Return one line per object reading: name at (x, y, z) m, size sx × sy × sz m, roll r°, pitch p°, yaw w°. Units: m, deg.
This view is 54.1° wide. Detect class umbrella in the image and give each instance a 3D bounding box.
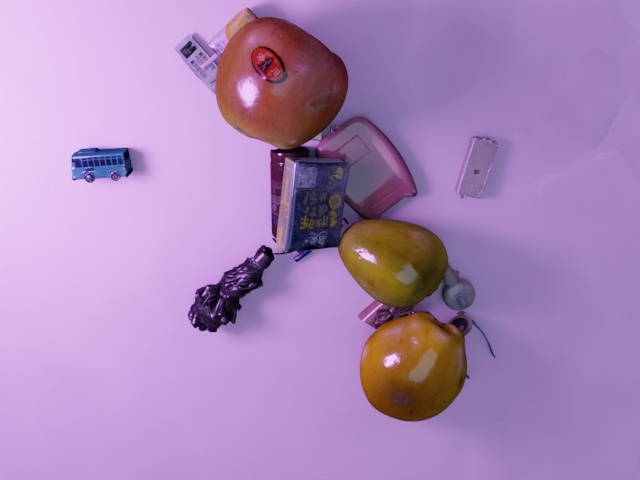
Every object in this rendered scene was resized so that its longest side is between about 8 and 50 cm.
umbrella at (-0.260, 0.162, 1.927) m, size 0.336 × 0.128 × 0.154 m, roll -33°, pitch 108°, yaw 11°

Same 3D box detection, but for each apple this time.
apple at (-0.112, -0.390, 1.601) m, size 0.338 × 0.338 × 0.305 m, roll 32°, pitch 100°, yaw -13°

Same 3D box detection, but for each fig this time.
fig at (0.205, 0.056, 1.852) m, size 0.326 × 0.258 × 0.258 m, roll 26°, pitch 109°, yaw 8°

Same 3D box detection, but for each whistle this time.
whistle at (0.418, 0.135, 1.978) m, size 0.104 × 0.057 × 0.198 m, roll -27°, pitch 110°, yaw 8°

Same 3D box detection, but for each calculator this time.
calculator at (0.131, -0.206, 1.842) m, size 0.220 × 0.048 × 0.330 m, roll -36°, pitch 109°, yaw 12°

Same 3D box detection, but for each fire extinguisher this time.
fire extinguisher at (-0.096, -0.105, 1.848) m, size 0.135 × 0.114 × 0.338 m, roll 16°, pitch 115°, yaw 38°

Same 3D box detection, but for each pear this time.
pear at (0.284, 0.427, 1.955) m, size 0.340 × 0.191 × 0.387 m, roll 24°, pitch 123°, yaw 3°

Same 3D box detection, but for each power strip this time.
power strip at (0.464, -0.215, 1.861) m, size 0.081 × 0.035 × 0.192 m, roll 11°, pitch 110°, yaw -6°

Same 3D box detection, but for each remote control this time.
remote control at (-0.326, -0.486, 1.737) m, size 0.065 × 0.029 × 0.166 m, roll -39°, pitch 102°, yaw 13°

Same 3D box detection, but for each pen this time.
pen at (0.000, 0.000, 1.931) m, size 0.204 × 0.025 × 0.025 m, roll -38°, pitch 107°, yaw 12°

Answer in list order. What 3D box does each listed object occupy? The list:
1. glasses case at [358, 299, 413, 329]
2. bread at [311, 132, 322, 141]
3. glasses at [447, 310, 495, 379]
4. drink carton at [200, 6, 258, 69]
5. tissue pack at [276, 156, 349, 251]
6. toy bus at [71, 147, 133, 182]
glasses case at (0.226, 0.222, 1.999) m, size 0.193 × 0.070 × 0.102 m, roll -42°, pitch 108°, yaw 13°
bread at (-0.024, -0.360, 1.794) m, size 0.068 × 0.028 × 0.154 m, roll 1°, pitch 112°, yaw -2°
glasses at (0.471, 0.365, 2.051) m, size 0.220 × 0.088 × 0.189 m, roll 43°, pitch 103°, yaw -16°
drink carton at (-0.244, -0.535, 1.696) m, size 0.200 × 0.074 × 0.084 m, roll -40°, pitch 105°, yaw 13°
tissue pack at (-0.022, -0.102, 1.765) m, size 0.185 × 0.081 × 0.257 m, roll -4°, pitch 110°, yaw -34°
toy bus at (-0.631, -0.221, 1.800) m, size 0.160 × 0.079 × 0.092 m, roll -4°, pitch 111°, yaw -1°
